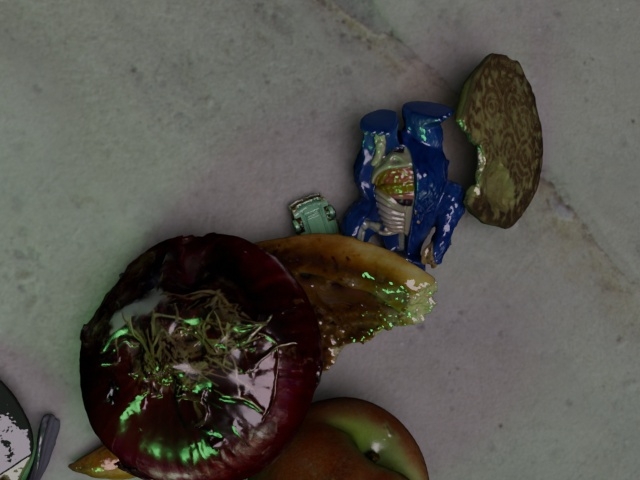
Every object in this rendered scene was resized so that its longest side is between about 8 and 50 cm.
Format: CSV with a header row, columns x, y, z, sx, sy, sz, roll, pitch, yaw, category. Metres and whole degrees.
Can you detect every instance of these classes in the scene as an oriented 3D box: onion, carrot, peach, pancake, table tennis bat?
x,y,z,sx,sy,sz,roll,pitch,yaw,category
-0.143,0.148,1.328,0.314,0.232,0.313,-3,76,14,onion
-0.219,0.273,1.403,0.205,0.072,0.072,-7,97,-11,carrot
0.016,0.330,1.379,0.252,0.252,0.252,-2,96,-15,peach
0.241,-0.130,1.448,0.212,0.029,0.235,-19,109,-48,pancake
0.001,0.102,1.399,0.266,0.057,0.244,21,112,16,pancake
-0.407,0.273,1.318,0.154,0.021,0.274,-33,89,-21,table tennis bat

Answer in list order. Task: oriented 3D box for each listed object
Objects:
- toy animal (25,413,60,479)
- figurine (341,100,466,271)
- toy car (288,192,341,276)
x,y,z,sx,sy,sz,roll,pitch,yaw,category
-0.392,0.417,1.357,0.206,0.081,0.367,42,85,1,toy animal
0.106,-0.055,1.439,0.164,0.120,0.262,5,110,-15,figurine
0.000,0.000,1.449,0.059,0.035,0.122,-24,118,-11,toy car
